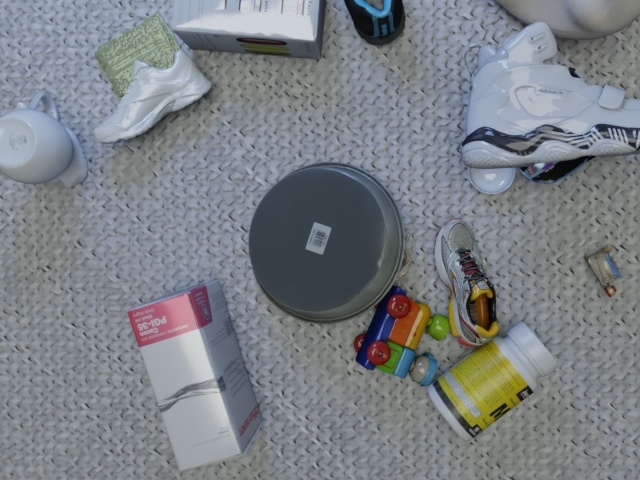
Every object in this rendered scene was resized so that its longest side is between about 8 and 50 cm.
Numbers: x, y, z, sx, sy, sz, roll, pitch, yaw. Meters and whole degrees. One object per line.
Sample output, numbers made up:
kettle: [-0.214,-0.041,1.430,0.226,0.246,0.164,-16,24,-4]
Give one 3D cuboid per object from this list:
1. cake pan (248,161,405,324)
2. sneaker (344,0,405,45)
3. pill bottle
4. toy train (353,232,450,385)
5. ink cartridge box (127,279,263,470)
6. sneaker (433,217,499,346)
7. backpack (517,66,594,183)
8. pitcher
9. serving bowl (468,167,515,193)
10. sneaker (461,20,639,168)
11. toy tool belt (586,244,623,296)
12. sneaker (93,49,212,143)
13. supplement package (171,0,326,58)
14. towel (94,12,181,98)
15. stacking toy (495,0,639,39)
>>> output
cake pan: [0.000,0.000,1.302,0.293,0.054,0.293,-2,82,18]
sneaker: [0.064,-0.514,1.275,0.125,0.139,0.341,-23,89,7]
pill bottle: [0.300,0.243,1.298,0.208,0.119,0.119,-39,89,5]
toy train: [0.171,0.128,1.323,0.143,0.105,0.248,24,87,-13]
ink cartridge box: [-0.209,0.225,1.291,0.117,0.207,0.283,-17,91,6]
sneaker: [0.264,0.069,1.292,0.088,0.093,0.225,-11,83,-20]
backpack: [0.396,-0.183,1.274,0.173,0.117,0.158,-40,89,4]
pitcher: [-0.496,-0.184,1.297,0.125,0.207,0.178,-17,90,4]
serving bowl: [0.304,-0.124,1.328,0.083,0.027,0.083,0,93,4]
sneaker: [0.394,-0.229,1.143,0.365,0.137,0.210,-6,93,12]
toy tool belt: [0.510,0.053,1.309,0.051,0.052,0.083,-32,90,13]
sneaker: [-0.316,-0.260,1.330,0.232,0.090,0.115,-33,107,-4]
supplement package: [-0.117,-0.404,1.293,0.244,0.139,0.134,5,91,5]
towel: [-0.330,-0.338,1.368,0.148,0.027,0.110,-30,91,4]
stacking toy: [0.486,-0.597,1.201,0.350,0.350,0.480,43,76,2]
